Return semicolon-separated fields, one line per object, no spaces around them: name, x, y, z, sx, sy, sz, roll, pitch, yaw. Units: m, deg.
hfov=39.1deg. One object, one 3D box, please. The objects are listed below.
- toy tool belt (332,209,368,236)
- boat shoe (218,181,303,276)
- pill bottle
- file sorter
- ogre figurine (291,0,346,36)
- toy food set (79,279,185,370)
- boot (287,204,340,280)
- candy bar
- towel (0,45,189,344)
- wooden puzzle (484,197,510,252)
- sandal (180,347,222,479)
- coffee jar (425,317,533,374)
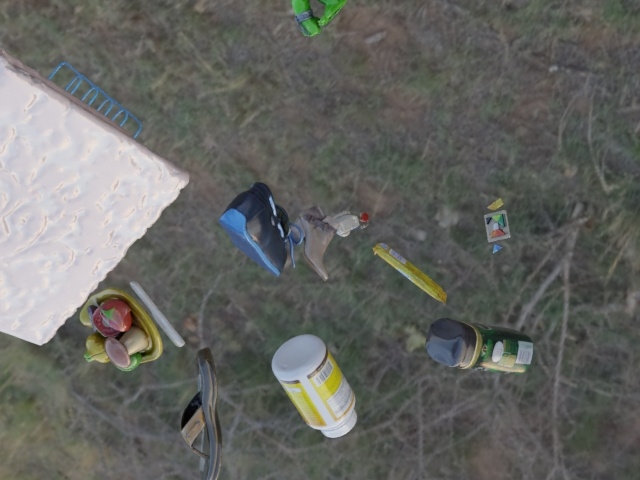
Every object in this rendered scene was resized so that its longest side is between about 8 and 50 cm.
toy tool belt;0.054;-0.041;1.892;0.051;0.083;0.052;15;124;57
boat shoe;-0.075;-0.012;1.338;0.109;0.089;0.258;35;171;7
pill bottle;-0.005;0.300;1.830;0.117;0.117;0.215;-1;131;36
file sorter;-0.442;-0.240;1.712;0.170;0.104;0.118;40;180;-44
ogre figurine;0.005;-0.452;1.534;0.118;0.097;0.197;44;141;0
toy food set;-0.300;0.139;1.313;0.128;0.071;0.218;56;144;-8
boot;0.000;0.000;1.583;0.118;0.087;0.042;50;171;-7
candy bar;0.158;0.056;1.574;0.161;0.040;0.018;37;117;0
towel;-0.372;-0.037;1.108;0.317;0.332;0.053;32;-163;-46
wooden puzzle;0.419;-0.035;2.150;0.078;0.014;0.116;-27;71;50
sandal;-0.191;0.277;1.415;0.090;0.060;0.219;-138;46;-67
coffee jar;0.272;0.183;1.550;0.184;0.079;0.096;12;-177;-35
